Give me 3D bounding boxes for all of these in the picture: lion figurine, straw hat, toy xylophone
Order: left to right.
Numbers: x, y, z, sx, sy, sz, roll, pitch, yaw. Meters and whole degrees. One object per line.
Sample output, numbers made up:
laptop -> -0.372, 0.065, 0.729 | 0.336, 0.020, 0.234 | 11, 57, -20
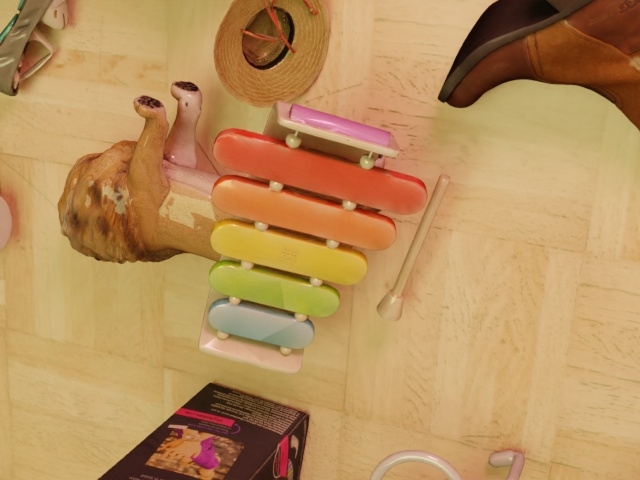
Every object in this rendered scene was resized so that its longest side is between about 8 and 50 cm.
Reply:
lion figurine -> -0.111, -0.028, 1.055 | 0.392, 0.142, 0.240 | 24, 121, 10
straw hat -> -0.061, -0.221, 1.013 | 0.061, 0.144, 0.145 | 43, 125, 49
toy xylophone -> 0.000, 0.000, 0.947 | 0.236, 0.081, 0.323 | 8, 128, -6

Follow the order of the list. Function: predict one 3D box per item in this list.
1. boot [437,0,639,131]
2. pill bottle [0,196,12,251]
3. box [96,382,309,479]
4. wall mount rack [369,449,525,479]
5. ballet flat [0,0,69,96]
boot -> 0.278, -0.137, 0.891 | 0.280, 0.096, 0.264 | 36, 138, -11
pill bottle -> -0.516, -0.028, 1.231 | 0.214, 0.117, 0.117 | 6, 108, 21
box -> -0.135, 0.304, 1.087 | 0.143, 0.270, 0.165 | 15, 111, 18
wall mount rack -> 0.126, 0.388, 1.094 | 0.304, 0.130, 0.350 | -20, 97, 23
ballet flat -> -0.338, -0.260, 1.126 | 0.068, 0.072, 0.213 | 32, 119, -20
